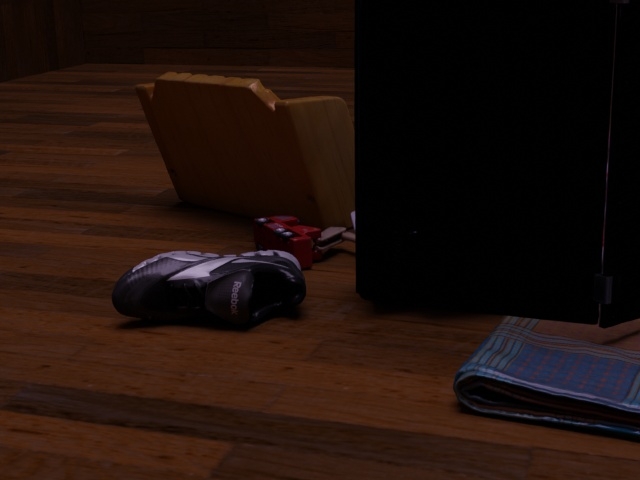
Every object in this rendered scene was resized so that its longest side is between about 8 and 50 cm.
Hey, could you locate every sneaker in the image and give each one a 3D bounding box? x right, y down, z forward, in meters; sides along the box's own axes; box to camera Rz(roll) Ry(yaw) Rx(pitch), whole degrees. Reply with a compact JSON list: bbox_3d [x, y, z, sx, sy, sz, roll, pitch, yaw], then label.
[{"bbox_3d":[-0.121,0.057,1.174,0.234,0.078,0.106,-5,14,-18],"label":"sneaker"}]

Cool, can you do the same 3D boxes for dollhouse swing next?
[{"bbox_3d":[-0.044,-0.186,1.666,0.347,0.315,0.305,13,42,42],"label":"dollhouse swing"}]

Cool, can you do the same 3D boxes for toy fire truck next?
[{"bbox_3d":[0.000,0.000,1.411,0.135,0.047,0.192,-9,17,-25],"label":"toy fire truck"}]

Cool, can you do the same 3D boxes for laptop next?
[{"bbox_3d":[0.270,-0.124,1.100,0.408,0.382,0.236,-10,18,-32],"label":"laptop"}]

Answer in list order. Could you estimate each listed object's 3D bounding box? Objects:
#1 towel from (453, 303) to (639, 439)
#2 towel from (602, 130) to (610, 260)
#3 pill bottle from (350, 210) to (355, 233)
[{"bbox_3d":[0.313,0.105,1.044,0.271,0.040,0.370,7,18,23],"label":"towel"},{"bbox_3d":[0.396,-0.068,1.357,0.237,0.037,0.329,-40,14,-3],"label":"towel"},{"bbox_3d":[0.180,-0.012,1.219,0.272,0.152,0.152,-14,16,2],"label":"pill bottle"}]
